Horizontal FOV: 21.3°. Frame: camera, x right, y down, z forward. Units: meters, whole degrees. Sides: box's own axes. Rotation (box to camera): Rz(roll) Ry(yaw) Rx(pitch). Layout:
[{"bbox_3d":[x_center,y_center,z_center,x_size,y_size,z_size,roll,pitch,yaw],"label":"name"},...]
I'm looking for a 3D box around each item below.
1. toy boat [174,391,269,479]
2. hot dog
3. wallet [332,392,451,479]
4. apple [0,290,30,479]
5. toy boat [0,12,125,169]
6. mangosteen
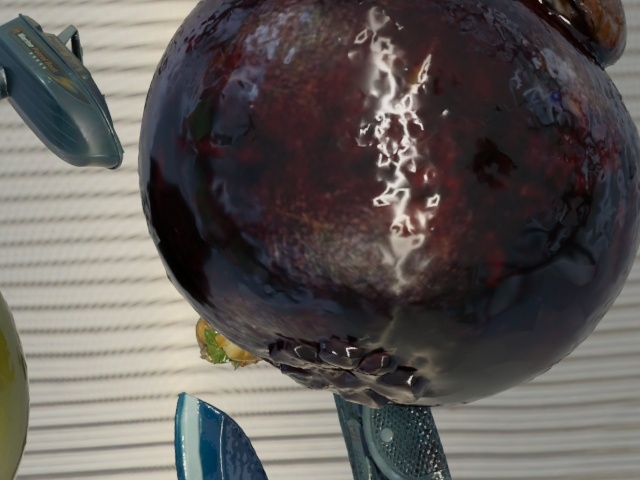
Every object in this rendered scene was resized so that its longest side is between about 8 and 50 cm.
[{"bbox_3d":[-0.096,0.291,1.859,0.096,0.061,0.299,-44,128,-44],"label":"toy boat"},{"bbox_3d":[-0.037,0.088,1.898,0.250,0.104,0.076,-26,109,-37],"label":"hot dog"},{"bbox_3d":[0.048,0.141,1.224,0.026,0.088,0.129,3,63,-41],"label":"wallet"},{"bbox_3d":[-0.347,0.102,1.173,0.295,0.233,0.258,4,86,-15],"label":"apple"},{"bbox_3d":[-0.249,-0.139,1.672,0.103,0.093,0.246,-22,40,-22],"label":"toy boat"},{"bbox_3d":[0.039,-0.051,0.974,0.297,0.297,0.293,-5,67,-4],"label":"mangosteen"}]
